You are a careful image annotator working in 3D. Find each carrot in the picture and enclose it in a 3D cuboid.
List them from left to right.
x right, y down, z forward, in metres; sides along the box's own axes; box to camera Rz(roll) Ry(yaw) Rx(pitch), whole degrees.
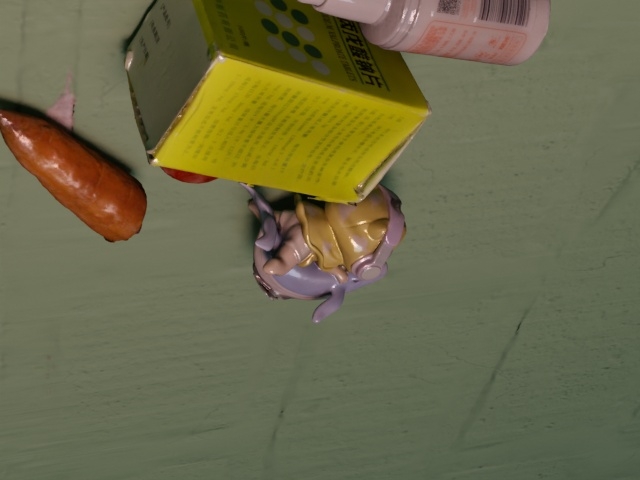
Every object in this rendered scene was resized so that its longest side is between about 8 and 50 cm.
[{"bbox_3d":[-0.248,-0.073,1.277,0.072,0.072,0.205,-29,142,14],"label":"carrot"}]

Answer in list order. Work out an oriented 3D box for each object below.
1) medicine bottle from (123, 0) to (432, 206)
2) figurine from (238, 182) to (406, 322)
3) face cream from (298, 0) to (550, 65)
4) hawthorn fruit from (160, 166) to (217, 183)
[{"bbox_3d":[-0.041,-0.143,1.215,0.250,0.137,0.141,10,131,-36],"label":"medicine bottle"},{"bbox_3d":[0.000,0.000,1.450,0.184,0.128,0.208,-40,136,24],"label":"figurine"},{"bbox_3d":[0.085,-0.222,1.202,0.251,0.101,0.101,3,140,-28],"label":"face cream"},{"bbox_3d":[-0.125,-0.097,1.291,0.093,0.093,0.093,-13,145,-9],"label":"hawthorn fruit"}]
